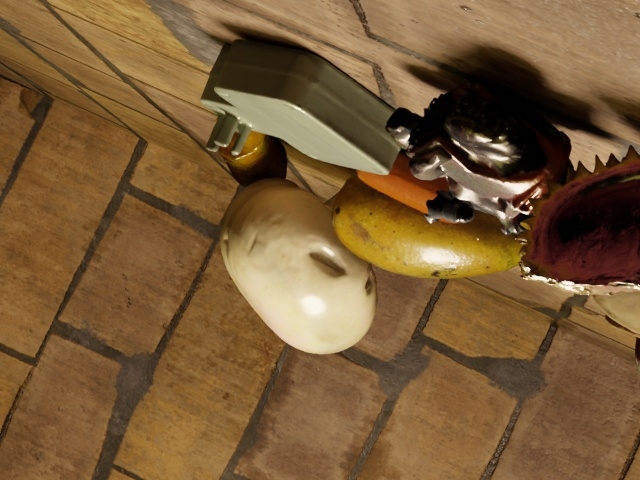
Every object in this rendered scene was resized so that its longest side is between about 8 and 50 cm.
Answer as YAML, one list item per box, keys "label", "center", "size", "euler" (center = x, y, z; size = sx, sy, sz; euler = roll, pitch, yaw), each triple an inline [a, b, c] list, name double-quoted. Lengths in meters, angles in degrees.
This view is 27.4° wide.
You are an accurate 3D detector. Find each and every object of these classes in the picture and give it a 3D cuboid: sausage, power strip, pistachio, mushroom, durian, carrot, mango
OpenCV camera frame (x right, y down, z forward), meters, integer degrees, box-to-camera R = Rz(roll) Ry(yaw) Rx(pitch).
- label: "sausage"
  center: [0.140, -0.088, 1.978]
  size: [0.198, 0.076, 0.076]
  euler: [25, 177, 19]
- label: "power strip"
  center: [-0.051, -0.164, 1.731]
  size: [0.261, 0.141, 0.229]
  euler: [18, 171, 43]
- label: "pistachio"
  center: [0.471, 0.091, 1.845]
  size: [0.206, 0.131, 0.129]
  euler: [5, 123, 58]
- label: "mushroom"
  center: [-0.030, 0.014, 2.349]
  size: [0.325, 0.353, 0.353]
  euler: [18, 175, 12]
- label: "durian"
  center: [0.320, 0.001, 1.235]
  size: [0.261, 0.153, 0.186]
  euler: [10, 164, 23]
- label: "carrot"
  center: [-0.127, -0.163, 2.395]
  size: [0.114, 0.114, 0.302]
  euler: [25, 174, 11]
- label: "mango"
  center: [0.175, -0.014, 2.077]
  size: [0.330, 0.176, 0.175]
  euler: [23, 148, 26]

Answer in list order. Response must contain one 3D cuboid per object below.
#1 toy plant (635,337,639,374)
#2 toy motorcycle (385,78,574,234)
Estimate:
- label: "toy plant"
  center: [0.568, 0.164, 1.936]
  size: [0.235, 0.218, 0.175]
  euler: [-83, -28, -85]
- label: "toy motorcycle"
  center: [0.171, -0.084, 1.422]
  size: [0.207, 0.134, 0.401]
  euler: [33, 173, -14]
